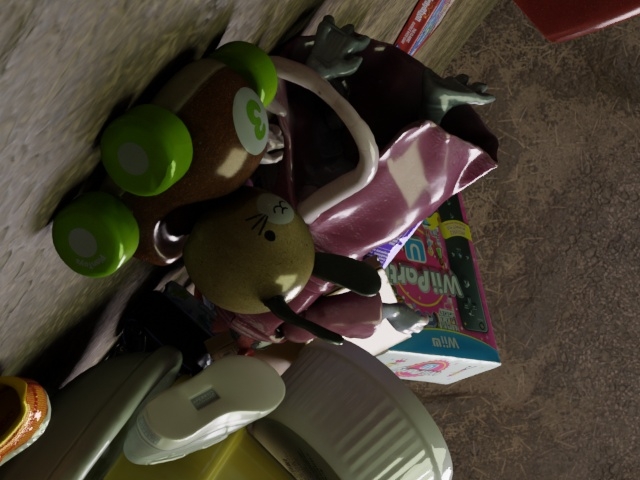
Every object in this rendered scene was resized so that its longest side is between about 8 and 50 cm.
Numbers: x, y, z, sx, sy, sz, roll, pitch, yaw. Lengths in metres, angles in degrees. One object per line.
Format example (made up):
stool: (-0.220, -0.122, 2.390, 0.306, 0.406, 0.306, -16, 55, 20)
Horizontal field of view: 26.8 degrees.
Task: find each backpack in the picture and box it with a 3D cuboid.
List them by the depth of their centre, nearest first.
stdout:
backpack: (-0.158, 0.104, 1.463, 0.084, 0.105, 0.114, -50, 180, -24)

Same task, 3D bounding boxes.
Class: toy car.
toy car: (-0.045, -0.012, 0.865, 0.149, 0.188, 0.155, -53, 177, 34)

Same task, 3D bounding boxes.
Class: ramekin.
ramekin: (0.025, 0.210, 1.375, 0.109, 0.207, 0.207, -40, 173, -25)

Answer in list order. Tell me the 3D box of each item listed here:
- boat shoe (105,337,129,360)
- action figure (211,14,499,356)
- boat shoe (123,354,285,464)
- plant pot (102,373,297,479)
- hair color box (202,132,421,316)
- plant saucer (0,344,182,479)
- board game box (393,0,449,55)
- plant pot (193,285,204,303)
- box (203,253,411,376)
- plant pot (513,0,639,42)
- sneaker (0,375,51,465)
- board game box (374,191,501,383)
boat shoe: (-0.208, 0.119, 1.529, 0.142, 0.049, 0.040, -52, 159, -25)
action figure: (0.000, 0.000, 1.205, 0.370, 0.248, 0.276, -56, 175, 27)
boat shoe: (-0.104, 0.157, 1.209, 0.063, 0.066, 0.184, -46, 169, 34)
plant pot: (-0.106, 0.300, 1.323, 0.254, 0.239, 0.254, -56, 177, -4)
hair color box: (-0.009, -0.016, 1.479, 0.339, 0.110, 0.185, -52, -145, 32)
plant saucer: (-0.275, 0.247, 1.244, 0.400, 0.100, 0.400, -56, 178, -3)
board game box: (0.164, -0.334, 1.886, 0.145, 0.027, 0.281, -52, 178, -25)
plant pot: (-0.020, 0.056, 1.785, 0.272, 0.272, 0.265, -53, 169, 28)
box: (-0.009, 0.106, 1.441, 0.201, 0.021, 0.164, -27, 146, -1)
plant pot: (0.281, -0.356, 1.330, 0.236, 0.267, 0.267, -37, -173, 41)
sneaker: (-0.276, 0.172, 1.008, 0.175, 0.064, 0.067, -56, 158, -8)
board game box: (0.095, 0.017, 1.669, 0.097, 0.303, 0.224, -25, 156, 38)
